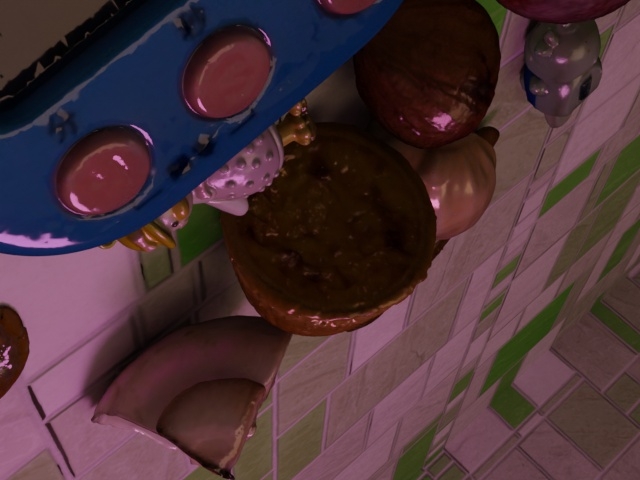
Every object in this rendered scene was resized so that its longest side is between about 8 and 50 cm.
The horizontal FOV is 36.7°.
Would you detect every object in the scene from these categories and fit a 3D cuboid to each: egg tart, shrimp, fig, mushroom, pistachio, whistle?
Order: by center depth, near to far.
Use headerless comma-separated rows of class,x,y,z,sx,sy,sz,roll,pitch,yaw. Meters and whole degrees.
shrimp,-0.302,0.116,0.759,0.178,0.034,0.124,-32,151,-37
fig,0.066,-0.168,0.860,0.201,0.146,0.133,17,148,-39
egg tart,0.000,0.000,0.934,0.202,0.202,0.147,-39,170,-19
mushroom,-0.129,0.137,0.993,0.236,0.162,0.173,118,-7,-75
pistachio,0.110,-0.070,1.045,0.157,0.157,0.229,-44,165,-7
whistle,0.301,-0.217,1.216,0.110,0.092,0.244,-45,157,-9

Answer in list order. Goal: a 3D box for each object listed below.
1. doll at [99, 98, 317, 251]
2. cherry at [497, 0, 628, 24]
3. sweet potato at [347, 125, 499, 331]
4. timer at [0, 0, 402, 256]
doll,-0.096,-0.058,0.778,0.207,0.081,0.129,-37,137,-18
cherry,0.217,-0.280,0.855,0.249,0.175,0.192,-30,166,-39
sweet potato,0.123,-0.009,1.273,0.346,0.079,0.108,-53,-174,11
timer,-0.100,-0.167,0.461,0.340,0.115,0.309,-41,142,-7
